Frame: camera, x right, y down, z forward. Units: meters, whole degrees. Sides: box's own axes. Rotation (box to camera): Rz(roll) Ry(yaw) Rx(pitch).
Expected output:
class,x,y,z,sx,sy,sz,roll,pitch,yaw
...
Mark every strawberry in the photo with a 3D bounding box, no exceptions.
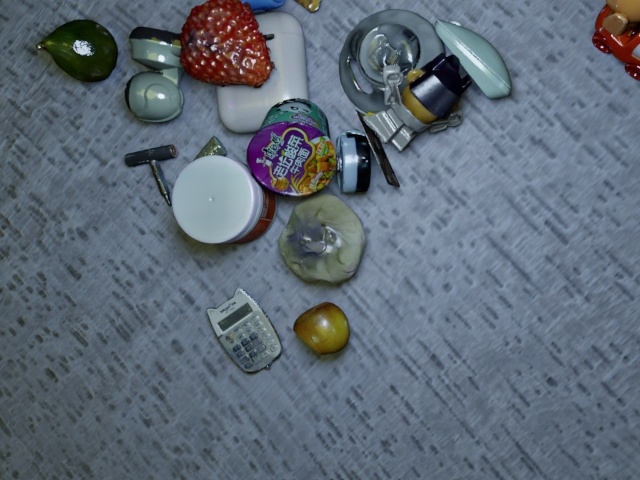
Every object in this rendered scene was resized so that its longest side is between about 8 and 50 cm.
class,x,y,z,sx,sy,sz,roll,pitch,yaw
strawberry,-0.293,-0.540,1.569,0.253,0.150,0.280,-29,79,24

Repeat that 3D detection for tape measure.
class,x,y,z,sx,sy,sz,roll,pitch,yaw
tape measure,0.092,-0.228,1.610,0.107,0.181,0.182,-2,88,-1

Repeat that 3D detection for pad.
class,x,y,z,sx,sy,sz,roll,pitch,yaw
pad,0.168,-0.264,1.606,0.003,0.158,0.235,-25,84,20

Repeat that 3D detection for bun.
class,x,y,z,sx,sy,sz,roll,pitch,yaw
bun,0.005,-0.001,1.637,0.272,0.168,0.273,-2,83,17

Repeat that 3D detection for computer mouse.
class,x,y,z,sx,sy,sz,roll,pitch,yaw
computer mouse,0.434,-0.517,1.546,0.097,0.159,0.288,-38,88,25

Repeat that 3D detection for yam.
class,x,y,z,sx,sy,sz,roll,pitch,yaw
yam,-0.365,-0.242,1.763,0.078,0.078,0.179,40,95,9

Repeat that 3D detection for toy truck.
class,x,y,z,sx,sy,sz,roll,pitch,yaw
toy truck,0.842,-0.564,1.424,0.265,0.239,0.189,41,98,9

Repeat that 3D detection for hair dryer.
class,x,y,z,sx,sy,sz,roll,pitch,yaw
hair dryer,-0.545,-0.205,1.818,0.173,0.050,0.195,-8,91,15

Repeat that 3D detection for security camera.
class,x,y,z,sx,sy,sz,roll,pitch,yaw
security camera,-0.512,-0.510,1.746,0.191,0.197,0.277,10,100,0

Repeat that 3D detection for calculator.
class,x,y,z,sx,sy,sz,roll,pitch,yaw
calculator,-0.233,0.290,1.747,0.177,0.040,0.268,-34,84,10

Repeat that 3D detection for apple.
class,x,y,z,sx,sy,sz,roll,pitch,yaw
apple,0.007,0.267,1.645,0.163,0.146,0.147,-29,88,8

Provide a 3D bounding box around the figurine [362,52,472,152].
class,x,y,z,sx,sy,sz,roll,pitch,yaw
figurine,0.278,-0.378,1.531,0.308,0.308,0.143,-26,65,11

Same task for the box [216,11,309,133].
class,x,y,z,sx,sy,sz,roll,pitch,yaw
box,-0.182,-0.508,1.690,0.288,0.141,0.349,-5,89,14

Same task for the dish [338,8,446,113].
class,x,y,z,sx,sy,sz,roll,pitch,yaw
dish,0.202,-0.531,1.618,0.324,0.124,0.324,0,89,12

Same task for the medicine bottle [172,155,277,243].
class,x,y,z,sx,sy,sz,roll,pitch,yaw
medicine bottle,-0.277,-0.114,1.657,0.252,0.241,0.253,0,90,11

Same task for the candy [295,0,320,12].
class,x,y,z,sx,sy,sz,roll,pitch,yaw
candy,-0.102,-0.817,1.700,0.271,0.101,0.143,28,104,5

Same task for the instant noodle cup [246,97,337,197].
class,x,y,z,sx,sy,sz,roll,pitch,yaw
instant noodle cup,-0.074,-0.275,1.572,0.251,0.190,0.251,2,131,2

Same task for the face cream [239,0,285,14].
class,x,y,z,sx,sy,sz,roll,pitch,yaw
face cream,-0.240,-0.723,1.692,0.263,0.149,0.083,-2,109,33

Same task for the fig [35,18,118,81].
class,x,y,z,sx,sy,sz,roll,pitch,yaw
fig,-0.774,-0.608,1.770,0.195,0.245,0.195,4,98,27
